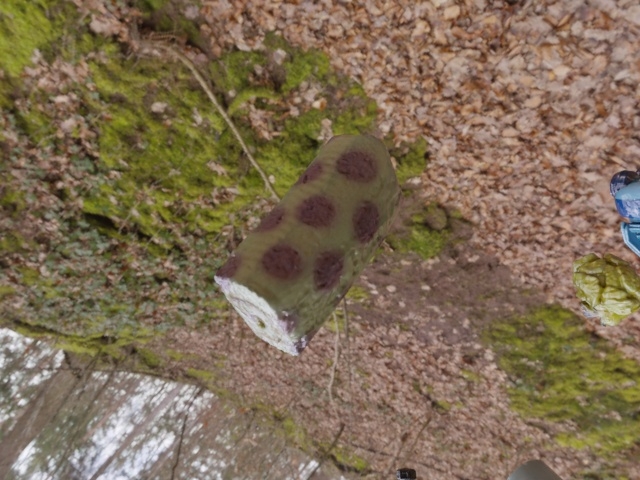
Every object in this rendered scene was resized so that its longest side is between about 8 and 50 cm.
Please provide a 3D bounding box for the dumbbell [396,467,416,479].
[{"bbox_3d":[0.174,0.498,0.955,0.040,0.083,0.036,17,151,-35],"label":"dumbbell"}]

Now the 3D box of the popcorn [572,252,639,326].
[{"bbox_3d":[0.721,0.126,1.184,0.195,0.173,0.168,54,172,-25],"label":"popcorn"}]

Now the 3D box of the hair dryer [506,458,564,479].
[{"bbox_3d":[0.145,0.232,0.357,0.082,0.137,0.047,44,154,59],"label":"hair dryer"}]

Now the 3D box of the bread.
[{"bbox_3d":[0.000,0.000,0.778,0.155,0.338,0.187,17,149,37],"label":"bread"}]

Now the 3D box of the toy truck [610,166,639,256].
[{"bbox_3d":[0.253,-0.011,0.347,0.056,0.073,0.090,8,111,63],"label":"toy truck"}]
